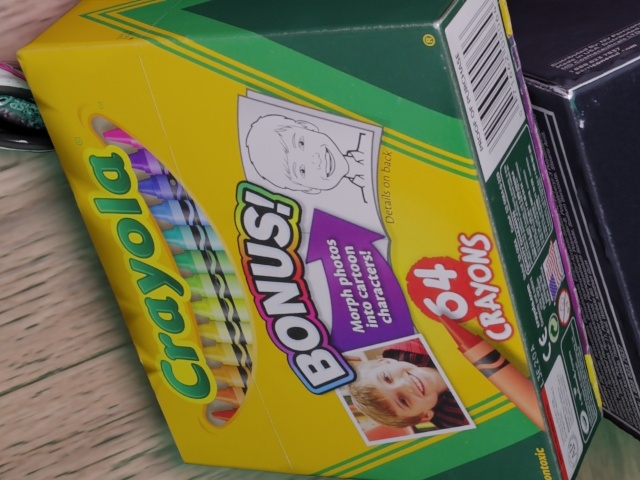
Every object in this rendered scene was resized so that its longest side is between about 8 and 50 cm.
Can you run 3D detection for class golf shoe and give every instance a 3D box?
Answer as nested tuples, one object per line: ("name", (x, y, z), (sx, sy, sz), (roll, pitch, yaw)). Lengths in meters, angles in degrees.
("golf shoe", (-0.257, -0.107, 1.145), (0.186, 0.086, 0.067), (13, 103, -21))

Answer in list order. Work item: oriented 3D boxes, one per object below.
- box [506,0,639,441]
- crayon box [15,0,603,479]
("box", (0.219, -0.039, 1.217), (0.183, 0.294, 0.296), (-27, 113, -15))
("crayon box", (0.000, 0.000, 1.130), (0.106, 0.313, 0.363), (-54, 134, -47))
